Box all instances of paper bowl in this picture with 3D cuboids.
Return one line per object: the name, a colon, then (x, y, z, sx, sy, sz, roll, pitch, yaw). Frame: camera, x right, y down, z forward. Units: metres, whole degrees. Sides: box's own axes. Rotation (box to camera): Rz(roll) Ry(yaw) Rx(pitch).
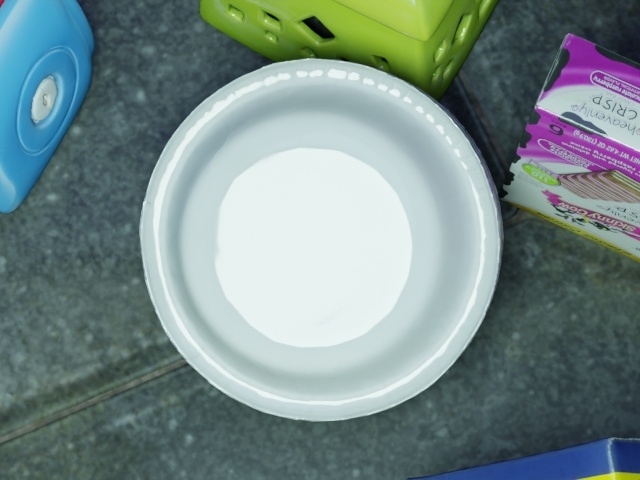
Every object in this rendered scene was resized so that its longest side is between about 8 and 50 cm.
paper bowl: (0.000, 0.000, 1.409, 0.284, 0.148, 0.284, 0, 91, 7)

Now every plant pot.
plant pot: (0.042, -0.260, 1.490, 0.228, 0.207, 0.227, 28, 76, 7)

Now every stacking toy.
stacking toy: (-0.354, -0.160, 1.499, 0.302, 0.175, 0.166, 19, 69, 18)

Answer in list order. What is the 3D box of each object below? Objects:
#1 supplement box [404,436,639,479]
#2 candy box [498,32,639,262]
supplement box: (0.207, 0.336, 1.301, 0.194, 0.195, 0.356, -18, 70, 41)
candy box: (0.237, -0.062, 1.426, 0.159, 0.233, 0.071, 25, 76, 6)
